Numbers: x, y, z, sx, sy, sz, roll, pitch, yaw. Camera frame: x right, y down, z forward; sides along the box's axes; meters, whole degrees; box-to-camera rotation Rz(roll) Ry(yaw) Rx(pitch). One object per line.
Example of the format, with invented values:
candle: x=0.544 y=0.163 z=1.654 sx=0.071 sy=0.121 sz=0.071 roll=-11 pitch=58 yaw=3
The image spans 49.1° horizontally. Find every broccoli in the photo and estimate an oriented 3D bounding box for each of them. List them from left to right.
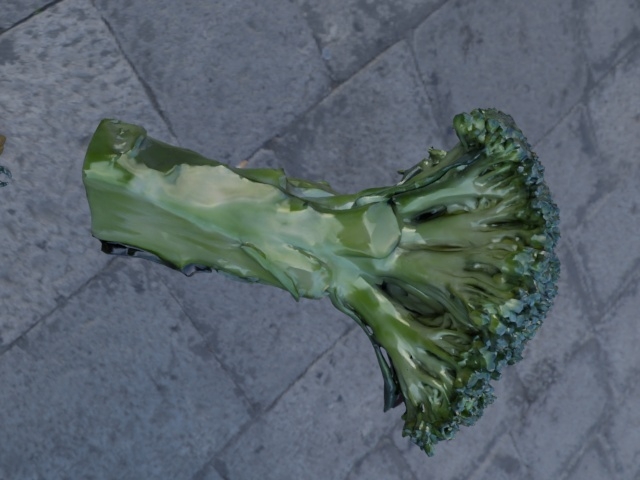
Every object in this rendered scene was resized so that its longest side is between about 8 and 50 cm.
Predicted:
broccoli: x=0.008 y=-0.021 z=0.564 sx=0.361 sy=0.221 sz=0.252 roll=33 pitch=69 yaw=1

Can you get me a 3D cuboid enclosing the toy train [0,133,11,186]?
toy train: x=-0.451 y=-0.118 z=0.762 sx=0.228 sy=0.136 sz=0.091 roll=29 pitch=98 yaw=-9
